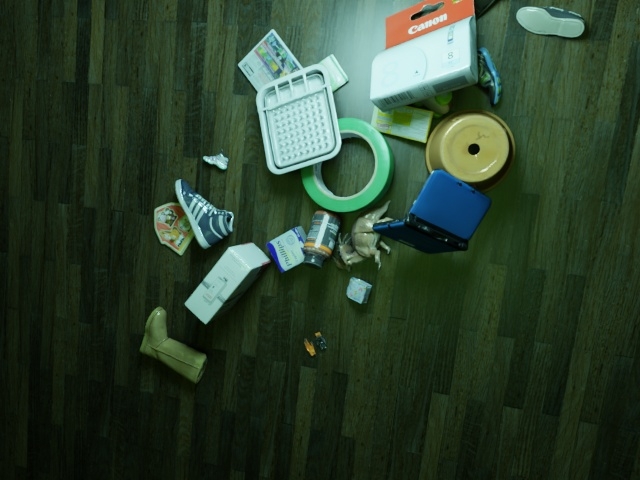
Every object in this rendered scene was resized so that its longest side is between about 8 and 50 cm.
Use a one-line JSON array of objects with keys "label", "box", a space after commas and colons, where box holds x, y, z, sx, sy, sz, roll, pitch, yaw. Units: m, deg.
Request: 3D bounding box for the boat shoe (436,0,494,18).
[{"label": "boat shoe", "box": [0.498, -0.800, 1.483, 0.307, 0.110, 0.104, -28, 63, 20]}]

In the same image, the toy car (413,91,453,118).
[{"label": "toy car", "box": [0.398, -0.523, 1.512, 0.149, 0.155, 0.188, 35, 90, 7]}]

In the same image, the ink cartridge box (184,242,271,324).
[{"label": "ink cartridge box", "box": [-0.338, 0.153, 1.716, 0.117, 0.207, 0.283, 42, 104, 7]}]

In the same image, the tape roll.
[{"label": "tape roll", "box": [0.091, -0.256, 1.610, 0.321, 0.077, 0.321, 0, 90, 22]}]

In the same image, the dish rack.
[{"label": "dish rack", "box": [-0.068, -0.407, 1.601, 0.285, 0.072, 0.333, -13, 81, 22]}]

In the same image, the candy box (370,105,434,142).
[{"label": "candy box", "box": [0.273, -0.407, 1.572, 0.205, 0.027, 0.105, 20, 120, 22]}]

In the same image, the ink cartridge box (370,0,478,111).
[{"label": "ink cartridge box", "box": [0.312, -0.613, 1.421, 0.308, 0.091, 0.385, -9, 68, 34]}]

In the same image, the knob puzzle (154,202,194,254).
[{"label": "knob puzzle", "box": [-0.586, -0.064, 1.839, 0.213, 0.030, 0.213, 2, 97, 13]}]

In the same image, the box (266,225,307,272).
[{"label": "box", "box": [-0.107, 0.033, 1.720, 0.137, 0.072, 0.126, -29, 89, 15]}]

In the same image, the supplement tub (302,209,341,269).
[{"label": "supplement tub", "box": [0.000, 0.000, 1.637, 0.106, 0.106, 0.198, 15, 70, 11]}]

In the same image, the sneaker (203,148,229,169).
[{"label": "sneaker", "box": [-0.392, -0.319, 1.765, 0.098, 0.038, 0.069, 23, 99, 0]}]

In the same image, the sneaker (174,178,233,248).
[{"label": "sneaker", "box": [-0.433, -0.124, 1.761, 0.153, 0.099, 0.282, -25, 88, 7]}]

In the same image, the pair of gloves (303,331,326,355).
[{"label": "pair of gloves", "box": [-0.020, 0.394, 1.772, 0.083, 0.010, 0.074, -29, 88, 11]}]

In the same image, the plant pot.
[{"label": "plant pot", "box": [0.480, -0.283, 1.484, 0.290, 0.203, 0.291, 2, 97, 13]}]

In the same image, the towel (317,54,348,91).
[{"label": "towel", "box": [0.011, -0.572, 1.654, 0.152, 0.023, 0.113, -33, 86, 16]}]

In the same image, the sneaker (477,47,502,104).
[{"label": "sneaker", "box": [0.541, -0.532, 1.521, 0.078, 0.067, 0.188, -20, 93, 35]}]

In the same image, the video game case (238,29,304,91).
[{"label": "video game case", "box": [-0.176, -0.620, 1.679, 0.183, 0.023, 0.201, -38, 86, 20]}]

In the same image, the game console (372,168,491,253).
[{"label": "game console", "box": [0.357, -0.081, 1.491, 0.250, 0.293, 0.173, -9, 65, 53]}]

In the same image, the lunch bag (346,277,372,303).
[{"label": "lunch bag", "box": [0.137, 0.181, 1.690, 0.083, 0.053, 0.071, 23, 102, 35]}]

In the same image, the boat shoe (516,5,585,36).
[{"label": "boat shoe", "box": [0.727, -0.699, 1.466, 0.206, 0.075, 0.065, 22, 58, 15]}]

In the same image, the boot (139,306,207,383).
[{"label": "boot", "box": [-0.574, 0.417, 1.866, 0.269, 0.089, 0.236, 24, 111, 9]}]

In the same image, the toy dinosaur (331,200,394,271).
[{"label": "toy dinosaur", "box": [0.150, -0.016, 1.635, 0.200, 0.127, 0.296, 17, 94, 17]}]
